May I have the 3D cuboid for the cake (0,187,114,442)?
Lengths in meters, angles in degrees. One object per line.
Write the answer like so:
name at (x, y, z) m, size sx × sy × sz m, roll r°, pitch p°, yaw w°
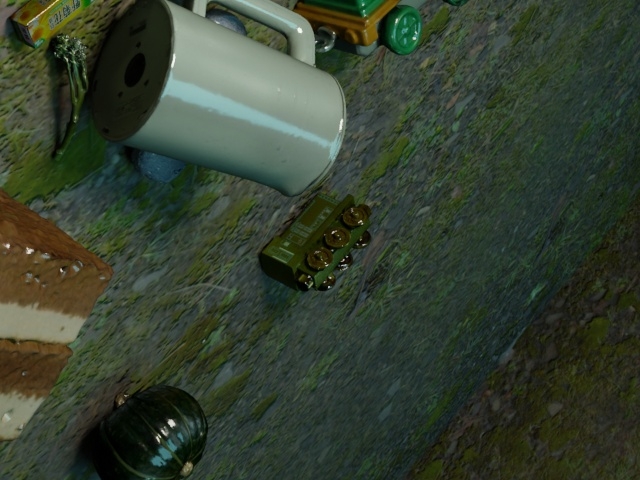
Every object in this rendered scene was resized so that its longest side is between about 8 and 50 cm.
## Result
cake at (-0.460, 0.075, 1.444) m, size 0.290 × 0.255 × 0.282 m, roll -60°, pitch 153°, yaw 6°

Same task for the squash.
squash at (-0.292, 0.346, 2.020) m, size 0.218 × 0.172 × 0.218 m, roll -47°, pitch 151°, yaw -36°

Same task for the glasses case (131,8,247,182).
glasses case at (-0.198, -0.219, 1.793) m, size 0.283 × 0.067 × 0.109 m, roll -64°, pitch 152°, yaw 1°

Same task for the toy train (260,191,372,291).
toy train at (0.000, 0.000, 2.233) m, size 0.225 × 0.137 × 0.090 m, roll -49°, pitch 151°, yaw -29°

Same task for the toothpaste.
toothpaste at (-0.325, -0.321, 1.530) m, size 0.178 × 0.037 × 0.043 m, roll -46°, pitch 147°, yaw -25°

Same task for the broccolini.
broccolini at (-0.343, -0.189, 1.603) m, size 0.054 × 0.052 × 0.194 m, roll -19°, pitch 131°, yaw -46°

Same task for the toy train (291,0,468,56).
toy train at (0.108, -0.474, 1.970) m, size 0.429 × 0.178 × 0.249 m, roll -45°, pitch 136°, yaw -26°

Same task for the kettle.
kettle at (-0.145, -0.219, 1.680) m, size 0.318 × 0.265 × 0.205 m, roll 16°, pitch 129°, yaw -37°
